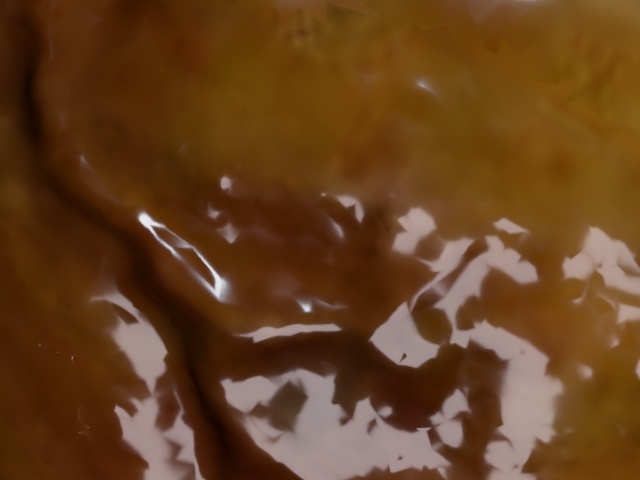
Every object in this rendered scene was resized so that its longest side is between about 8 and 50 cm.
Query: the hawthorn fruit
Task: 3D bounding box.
[{"bbox_3d":[0.000,0.000,0.685,0.472,0.472,0.471,-9,123,-14],"label":"hawthorn fruit"}]
